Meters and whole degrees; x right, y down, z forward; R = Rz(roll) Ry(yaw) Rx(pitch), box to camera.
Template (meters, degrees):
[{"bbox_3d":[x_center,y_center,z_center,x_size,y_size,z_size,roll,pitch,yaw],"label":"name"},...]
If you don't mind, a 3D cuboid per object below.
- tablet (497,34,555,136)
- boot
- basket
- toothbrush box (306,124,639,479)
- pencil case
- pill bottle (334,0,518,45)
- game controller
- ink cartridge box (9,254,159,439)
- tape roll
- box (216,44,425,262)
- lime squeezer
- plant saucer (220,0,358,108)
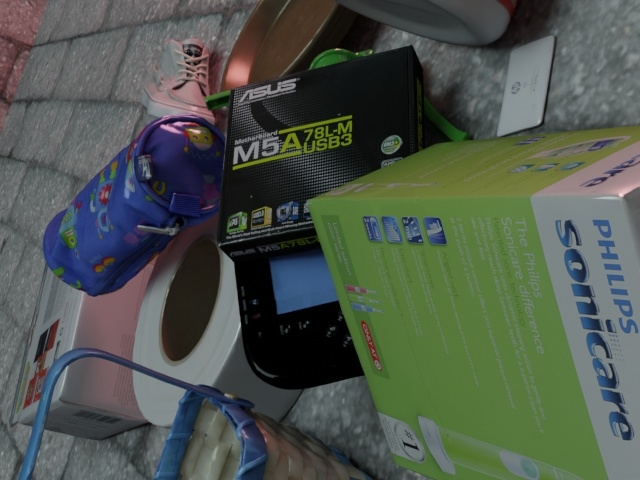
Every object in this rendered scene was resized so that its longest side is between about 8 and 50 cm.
[{"bbox_3d":[0.176,-0.132,0.836,0.054,0.006,0.083,-11,62,57],"label":"tablet"},{"bbox_3d":[-0.208,-0.243,1.463,0.258,0.095,0.123,36,111,61],"label":"boot"},{"bbox_3d":[-0.120,0.245,0.811,0.201,0.289,0.254,15,85,61],"label":"basket"},{"bbox_3d":[0.136,0.049,0.574,0.283,0.122,0.206,3,115,62],"label":"toothbrush box"},{"bbox_3d":[-0.212,-0.029,1.110,0.306,0.119,0.133,-31,49,49],"label":"pencil case"},{"bbox_3d":[0.128,-0.375,0.858,0.210,0.210,0.362,27,96,61],"label":"pill bottle"},{"bbox_3d":[0.000,0.000,0.916,0.067,0.167,0.319,87,174,-46],"label":"game controller"},{"bbox_3d":[-0.326,0.117,1.405,0.272,0.130,0.309,-28,49,54],"label":"ink cartridge box"},{"bbox_3d":[-0.104,0.077,1.087,0.286,0.100,0.286,-38,42,45],"label":"tape roll"},{"bbox_3d":[0.002,-0.080,0.897,0.191,0.045,0.184,-10,59,20],"label":"box"},{"bbox_3d":[0.030,-0.148,0.990,0.311,0.059,0.109,14,69,33],"label":"lime squeezer"},{"bbox_3d":[-0.025,-0.269,1.184,0.278,0.041,0.277,-40,31,31],"label":"plant saucer"}]
